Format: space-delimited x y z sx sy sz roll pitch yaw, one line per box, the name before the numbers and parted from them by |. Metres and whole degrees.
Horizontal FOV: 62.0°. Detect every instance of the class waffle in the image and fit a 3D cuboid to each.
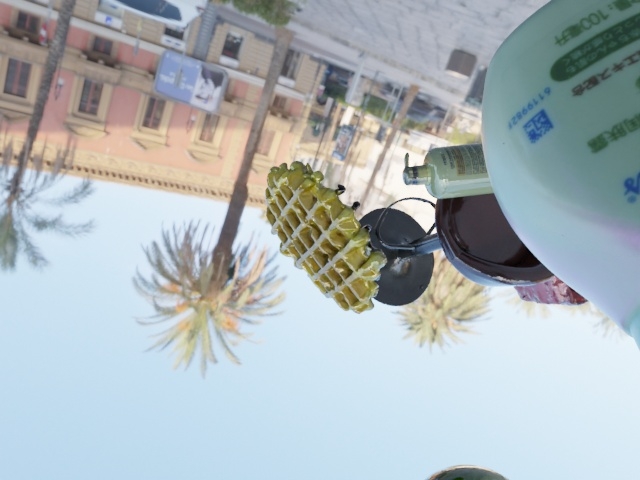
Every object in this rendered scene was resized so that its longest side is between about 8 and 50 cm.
waffle | -0.007 -0.005 0.989 0.062 0.329 0.329 -34 -133 -26

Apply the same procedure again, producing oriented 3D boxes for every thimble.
thimble | 0.451 0.026 1.016 0.163 0.189 0.125 -2 -176 -32

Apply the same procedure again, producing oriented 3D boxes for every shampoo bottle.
shampoo bottle | 0.242 -0.016 0.333 0.151 0.222 0.349 42 -149 -50
shampoo bottle | 0.203 -0.104 0.802 0.162 0.079 0.079 -7 -158 -7

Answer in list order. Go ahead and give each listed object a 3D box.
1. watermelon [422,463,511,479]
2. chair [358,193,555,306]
watermelon | 0.258 0.503 0.893 0.243 0.242 0.242 19 -163 -6
chair | 0.242 -0.002 1.013 0.227 0.226 0.401 13 164 -23
